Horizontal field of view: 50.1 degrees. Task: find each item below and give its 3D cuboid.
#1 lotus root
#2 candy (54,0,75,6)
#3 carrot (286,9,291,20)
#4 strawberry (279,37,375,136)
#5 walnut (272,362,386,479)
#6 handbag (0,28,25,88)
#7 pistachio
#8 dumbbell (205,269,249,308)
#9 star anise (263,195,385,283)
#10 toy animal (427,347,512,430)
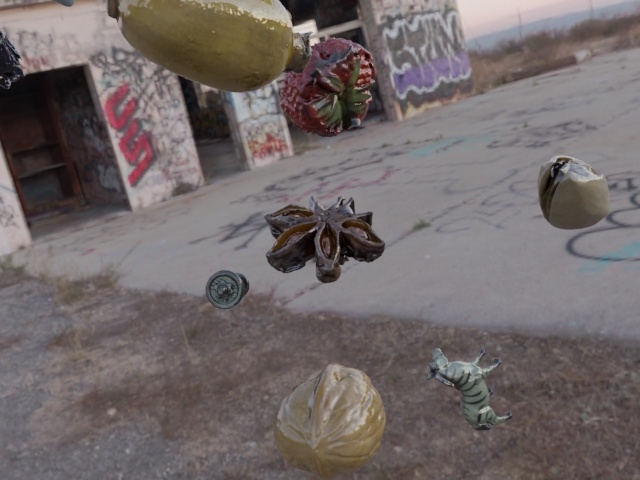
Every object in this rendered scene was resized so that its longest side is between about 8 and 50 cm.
[{"bbox_3d":[-0.141,-0.284,0.931,0.303,0.131,0.146,9,-40,-34],"label":"lotus root"},{"bbox_3d":[-0.605,-0.644,1.570,0.138,0.174,0.071,19,10,-36],"label":"candy"},{"bbox_3d":[-0.128,-0.568,1.845,0.082,0.082,0.173,-17,3,-18],"label":"carrot"},{"bbox_3d":[0.005,-0.393,1.750,0.261,0.261,0.257,-21,40,-34],"label":"strawberry"},{"bbox_3d":[0.019,0.362,1.372,0.225,0.225,0.261,-12,5,15],"label":"walnut"},{"bbox_3d":[-0.780,-0.449,1.537,0.113,0.162,0.260,-57,-17,-18],"label":"handbag"},{"bbox_3d":[0.556,-0.104,1.512,0.153,0.238,0.138,-52,47,-1],"label":"pistachio"},{"bbox_3d":[-0.257,0.136,2.001,0.110,0.110,0.254,-13,-1,7],"label":"dumbbell"},{"bbox_3d":[0.004,0.004,1.275,0.214,0.099,0.220,-25,43,-4],"label":"star anise"},{"bbox_3d":[0.316,0.317,1.456,0.176,0.217,0.073,-23,11,-32],"label":"toy animal"}]
